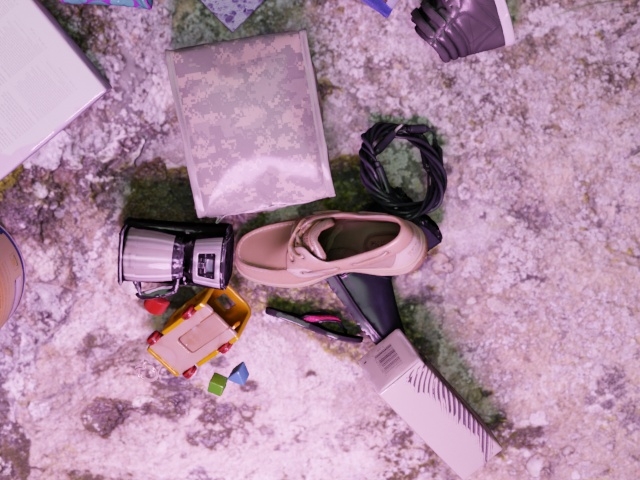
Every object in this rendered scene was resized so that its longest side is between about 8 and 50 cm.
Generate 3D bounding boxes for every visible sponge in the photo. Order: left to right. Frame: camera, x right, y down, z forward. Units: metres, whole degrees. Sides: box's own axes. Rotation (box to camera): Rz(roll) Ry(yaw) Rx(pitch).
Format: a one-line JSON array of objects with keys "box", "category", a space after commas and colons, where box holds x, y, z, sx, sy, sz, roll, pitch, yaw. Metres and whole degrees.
[{"box": [-0.179, -0.456, 1.872, 0.117, 0.031, 0.210, -45, 100, 6], "category": "sponge"}]

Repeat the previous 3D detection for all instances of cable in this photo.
[{"box": [0.136, -0.119, 1.899, 0.150, 0.047, 0.185, 10, 63, -17], "category": "cable"}]

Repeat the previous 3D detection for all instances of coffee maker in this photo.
[{"box": [-0.232, 0.012, 1.873, 0.178, 0.171, 0.120, 5, 127, -1], "category": "coffee maker"}]

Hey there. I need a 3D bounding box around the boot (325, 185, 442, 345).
[{"box": [0.129, 0.054, 1.952, 0.207, 0.094, 0.246, -37, 94, 8], "category": "boot"}]

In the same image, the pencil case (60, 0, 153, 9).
[{"box": [-0.348, -0.411, 1.854, 0.151, 0.070, 0.065, 3, 101, -2], "category": "pencil case"}]

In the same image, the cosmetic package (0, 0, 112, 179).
[{"box": [-0.569, -0.303, 1.851, 0.284, 0.097, 0.377, -38, 100, 3], "category": "cosmetic package"}]

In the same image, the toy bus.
[{"box": [-0.211, 0.152, 1.950, 0.202, 0.104, 0.191, 9, 125, 13], "category": "toy bus"}]

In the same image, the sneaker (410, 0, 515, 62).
[{"box": [0.204, -0.400, 1.820, 0.146, 0.105, 0.296, -26, 132, 4], "category": "sneaker"}]

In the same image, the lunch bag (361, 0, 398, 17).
[{"box": [0.021, -0.580, 1.713, 0.328, 0.385, 0.239, -52, 142, 7], "category": "lunch bag"}]

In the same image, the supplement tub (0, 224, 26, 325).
[{"box": [-0.608, 0.083, 1.812, 0.228, 0.316, 0.228, -1, 101, -3], "category": "supplement tub"}]

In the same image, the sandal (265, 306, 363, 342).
[{"box": [-0.007, 0.138, 1.981, 0.179, 0.067, 0.040, 20, 88, -4], "category": "sandal"}]

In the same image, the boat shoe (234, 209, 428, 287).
[{"box": [0.000, 0.000, 1.873, 0.341, 0.110, 0.122, -7, 68, 23], "category": "boat shoe"}]

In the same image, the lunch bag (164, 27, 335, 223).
[{"box": [-0.110, -0.184, 1.860, 0.235, 0.169, 0.287, -9, 97, -1], "category": "lunch bag"}]

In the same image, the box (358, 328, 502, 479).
[{"box": [0.188, 0.281, 1.947, 0.094, 0.113, 0.275, -40, 123, 4], "category": "box"}]
